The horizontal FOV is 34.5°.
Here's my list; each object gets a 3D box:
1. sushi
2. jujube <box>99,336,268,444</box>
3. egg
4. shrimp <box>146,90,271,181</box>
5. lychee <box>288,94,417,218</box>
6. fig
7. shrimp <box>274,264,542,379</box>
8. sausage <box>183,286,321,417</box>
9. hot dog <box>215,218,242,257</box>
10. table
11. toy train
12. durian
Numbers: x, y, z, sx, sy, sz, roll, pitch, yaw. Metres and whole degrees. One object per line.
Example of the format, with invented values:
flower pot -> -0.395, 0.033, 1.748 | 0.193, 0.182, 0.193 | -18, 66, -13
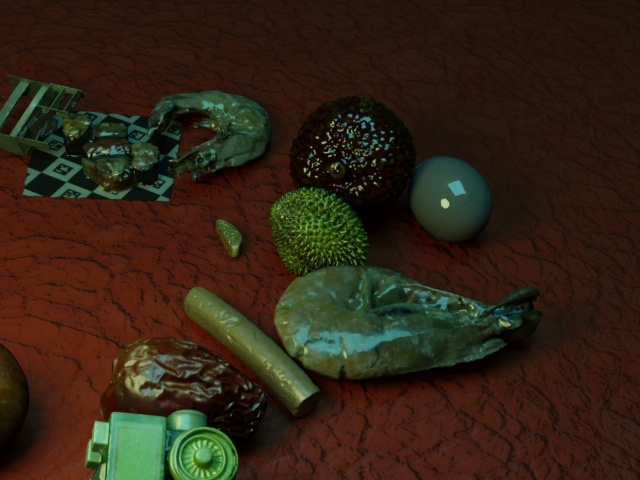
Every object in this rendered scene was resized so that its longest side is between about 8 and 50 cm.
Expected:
sushi -> -0.423, -0.193, 2.016 | 0.294, 0.059, 0.292 | 2, 41, -5
jujube -> -0.197, 0.231, 1.495 | 0.236, 0.168, 0.168 | 14, 40, -12
egg -> 0.238, -0.080, 1.912 | 0.146, 0.146, 0.198 | -6, 36, -14
shrimp -> -0.230, -0.215, 2.032 | 0.247, 0.085, 0.360 | 23, 34, 9
lychee -> 0.064, -0.155, 1.915 | 0.236, 0.236, 0.271 | 20, 13, 14
fig -> -0.498, 0.225, 1.445 | 0.205, 0.205, 0.205 | 4, 41, -4
shrimp -> 0.144, 0.126, 1.678 | 0.446, 0.110, 0.221 | 0, 48, -11
sausage -> -0.114, 0.169, 1.641 | 0.066, 0.066, 0.301 | -29, 53, -35
hot dog -> -0.160, -0.005, 1.858 | 0.034, 0.030, 0.090 | -12, 45, -23
table -> -0.566, -0.241, 2.017 | 0.175, 0.062, 0.146 | 15, 58, 13
toy train -> -0.209, 0.348, 1.315 | 0.188, 0.159, 0.271 | 9, 59, -16
durian -> 0.002, -0.013, 1.791 | 0.198, 0.159, 0.146 | 34, 53, 27
